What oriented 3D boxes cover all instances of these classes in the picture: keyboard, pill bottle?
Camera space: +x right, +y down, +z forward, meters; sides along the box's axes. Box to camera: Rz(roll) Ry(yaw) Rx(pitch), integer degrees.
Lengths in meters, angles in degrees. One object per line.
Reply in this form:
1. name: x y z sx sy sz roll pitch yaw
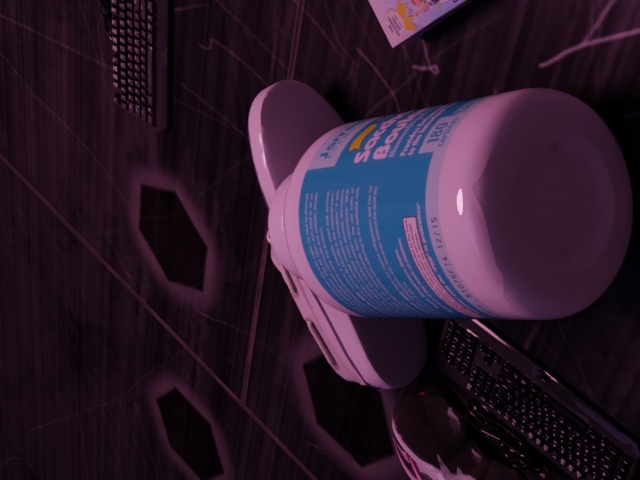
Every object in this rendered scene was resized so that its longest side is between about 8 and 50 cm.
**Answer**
1. keyboard: 0.154 0.139 0.998 0.192 0.038 0.100 39 140 33
2. pill bottle: 0.072 -0.018 0.896 0.264 0.146 0.146 -5 109 54
3. keyboard: -0.181 -0.198 1.230 0.108 0.023 0.180 39 140 32

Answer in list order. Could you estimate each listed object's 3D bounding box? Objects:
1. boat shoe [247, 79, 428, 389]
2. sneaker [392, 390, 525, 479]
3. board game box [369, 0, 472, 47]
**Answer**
1. boat shoe: 0.000 0.000 1.065 0.088 0.096 0.267 -9 114 51
2. sneaker: 0.122 0.208 1.079 0.178 0.072 0.077 57 161 20
3. board game box: 0.051 -0.222 0.889 0.103 0.026 0.154 -26 91 57
